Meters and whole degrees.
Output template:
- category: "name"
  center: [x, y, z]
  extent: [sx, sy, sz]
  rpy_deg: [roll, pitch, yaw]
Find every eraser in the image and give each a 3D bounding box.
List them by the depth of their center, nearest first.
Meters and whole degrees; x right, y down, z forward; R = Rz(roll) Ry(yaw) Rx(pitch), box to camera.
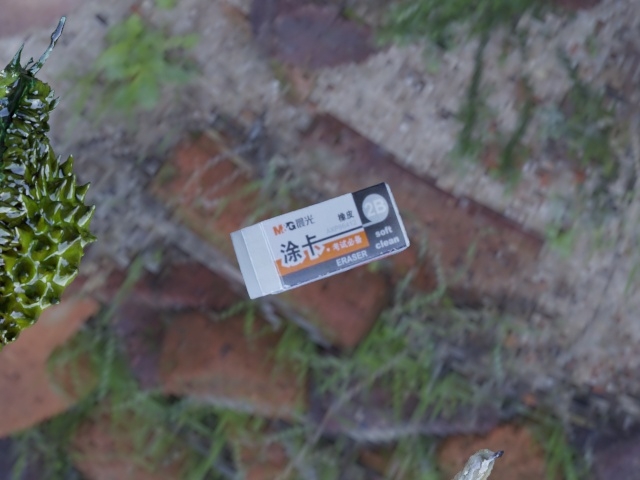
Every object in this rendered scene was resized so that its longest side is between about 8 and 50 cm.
- category: "eraser"
  center: [0.000, 0.000, 1.359]
  extent: [0.029, 0.122, 0.052]
  rpy_deg: [-23, 85, 64]

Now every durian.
- category: "durian"
  center: [-0.264, -0.009, 1.625]
  extent: [0.132, 0.375, 0.106]
  rpy_deg: [-9, 149, 42]

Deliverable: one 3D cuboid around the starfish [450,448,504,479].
- category: "starfish"
  center: [0.089, 0.350, 1.604]
  extent: [0.082, 0.432, 0.324]
  rpy_deg: [11, 136, 24]
